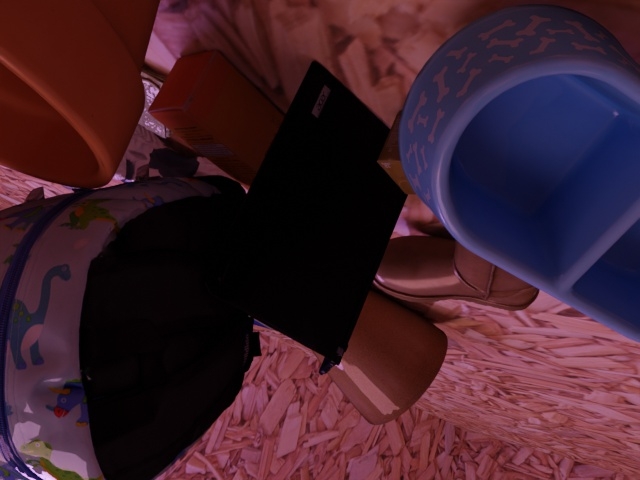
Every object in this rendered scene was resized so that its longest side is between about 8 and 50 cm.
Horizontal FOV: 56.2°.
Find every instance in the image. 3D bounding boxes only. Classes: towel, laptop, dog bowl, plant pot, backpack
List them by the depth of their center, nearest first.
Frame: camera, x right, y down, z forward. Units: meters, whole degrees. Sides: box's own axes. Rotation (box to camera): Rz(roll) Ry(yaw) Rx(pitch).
[{"bbox_3d":[-0.226,-0.194,0.387,0.290,0.204,0.291,21,164,6],"label":"plant pot"},{"bbox_3d":[0.193,-0.029,0.403,0.297,0.074,0.166,28,118,-13],"label":"dog bowl"},{"bbox_3d":[-0.185,0.077,0.535,0.273,0.290,0.355,3,-173,-6],"label":"backpack"},{"bbox_3d":[0.000,0.000,0.631,0.136,0.234,0.264,24,164,2],"label":"laptop"},{"bbox_3d":[-0.233,-0.181,0.743,0.110,0.027,0.148,25,163,-4],"label":"towel"},{"bbox_3d":[0.077,0.193,1.189,0.254,0.237,0.237,41,160,-10],"label":"plant pot"}]

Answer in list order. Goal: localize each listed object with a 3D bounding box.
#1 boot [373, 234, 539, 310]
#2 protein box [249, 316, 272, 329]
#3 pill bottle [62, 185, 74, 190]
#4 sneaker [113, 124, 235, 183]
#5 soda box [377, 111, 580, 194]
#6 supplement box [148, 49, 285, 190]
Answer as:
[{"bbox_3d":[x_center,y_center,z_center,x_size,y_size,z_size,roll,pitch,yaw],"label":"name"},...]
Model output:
[{"bbox_3d":[0.162,-0.001,0.681,0.236,0.089,0.269,5,161,11],"label":"boot"},{"bbox_3d":[-0.204,0.085,1.331,0.201,0.136,0.200,6,156,44],"label":"protein box"},{"bbox_3d":[-0.405,-0.149,0.952,0.094,0.094,0.169,22,163,4],"label":"pill bottle"},{"bbox_3d":[-0.251,-0.093,0.918,0.234,0.094,0.153,16,156,-10],"label":"sneaker"},{"bbox_3d":[0.144,-0.074,0.519,0.181,0.058,0.061,9,157,41],"label":"soda box"},{"bbox_3d":[-0.073,-0.106,0.677,0.080,0.078,0.233,5,155,46],"label":"supplement box"}]
